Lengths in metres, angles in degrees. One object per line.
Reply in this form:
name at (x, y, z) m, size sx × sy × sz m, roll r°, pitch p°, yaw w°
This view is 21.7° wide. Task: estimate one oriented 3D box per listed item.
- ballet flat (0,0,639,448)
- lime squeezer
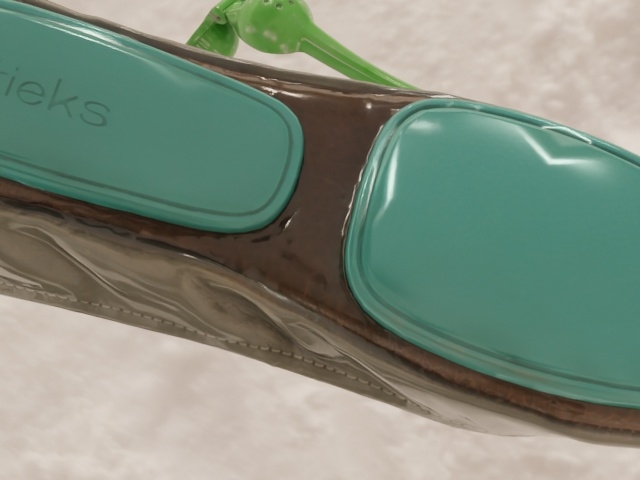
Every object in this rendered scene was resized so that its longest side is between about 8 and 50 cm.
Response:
ballet flat at (0.000, 0.000, 0.369) m, size 0.213 × 0.068 × 0.072 m, roll 18°, pitch 61°, yaw 5°
lime squeezer at (-0.051, -0.135, 1.231) m, size 0.110 × 0.310 × 0.059 m, roll 55°, pitch 48°, yaw -39°
